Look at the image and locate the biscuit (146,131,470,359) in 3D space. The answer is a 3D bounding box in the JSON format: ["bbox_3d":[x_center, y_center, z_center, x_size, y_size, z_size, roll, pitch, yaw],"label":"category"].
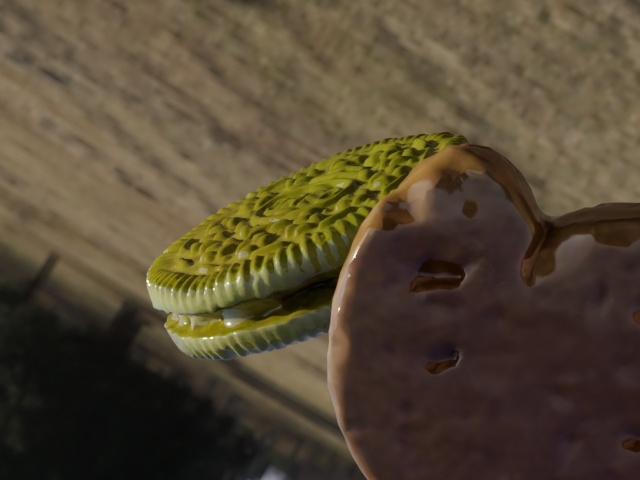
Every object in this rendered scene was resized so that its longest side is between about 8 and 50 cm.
[{"bbox_3d":[0.000,0.000,0.443,0.023,0.084,0.084,65,163,-13],"label":"biscuit"}]

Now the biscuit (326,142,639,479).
[{"bbox_3d":[0.119,0.080,0.337,0.280,0.183,0.043,36,-160,-4],"label":"biscuit"}]
